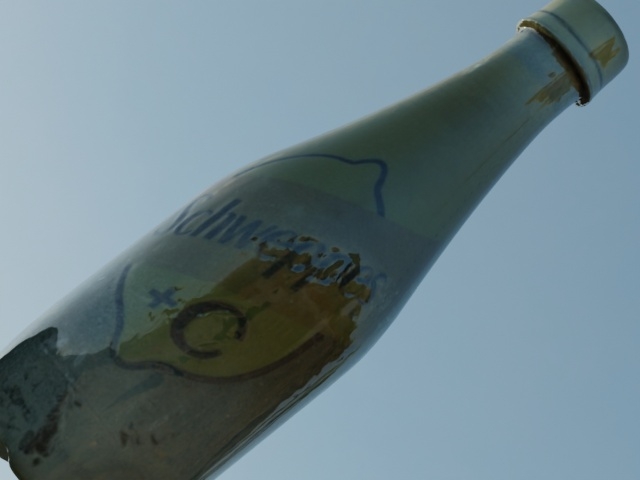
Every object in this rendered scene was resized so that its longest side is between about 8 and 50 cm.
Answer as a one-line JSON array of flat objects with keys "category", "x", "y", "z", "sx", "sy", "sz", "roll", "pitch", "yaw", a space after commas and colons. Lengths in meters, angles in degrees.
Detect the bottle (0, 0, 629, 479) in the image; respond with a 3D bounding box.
[{"category": "bottle", "x": 0.000, "y": 0.000, "z": 0.648, "sx": 0.083, "sy": 0.269, "sz": 0.083, "roll": 47, "pitch": -13, "yaw": 15}]
